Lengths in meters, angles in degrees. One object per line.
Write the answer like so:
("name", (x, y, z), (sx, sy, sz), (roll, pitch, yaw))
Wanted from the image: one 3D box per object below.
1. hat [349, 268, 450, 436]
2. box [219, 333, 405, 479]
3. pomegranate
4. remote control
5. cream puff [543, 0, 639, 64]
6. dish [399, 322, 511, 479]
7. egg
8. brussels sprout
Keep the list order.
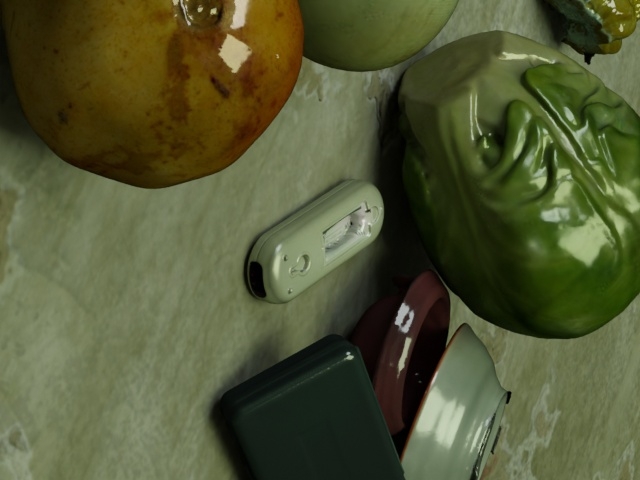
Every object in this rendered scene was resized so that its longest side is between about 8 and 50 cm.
("hat", (0.080, 0.127, 2.031), (0.205, 0.089, 0.205), (16, 90, -72))
("box", (-0.004, 0.219, 1.914), (0.160, 0.050, 0.230), (-28, 128, -11))
("pomegranate", (-0.149, -0.172, 1.507), (0.264, 0.264, 0.264), (-19, 113, -52))
("remote control", (0.000, 0.000, 1.934), (0.221, 0.042, 0.078), (-35, 127, -47))
("cream puff", (0.357, -0.318, 2.302), (0.156, 0.121, 0.156), (-5, 97, -53))
("dish", (0.163, 0.231, 2.106), (0.260, 0.085, 0.260), (20, 90, -77))
("egg", (0.029, -0.312, 1.751), (0.218, 0.218, 0.295), (-18, 98, -53))
("brussels sprout", (0.234, -0.067, 2.053), (0.289, 0.281, 0.354), (-44, 107, -30))
